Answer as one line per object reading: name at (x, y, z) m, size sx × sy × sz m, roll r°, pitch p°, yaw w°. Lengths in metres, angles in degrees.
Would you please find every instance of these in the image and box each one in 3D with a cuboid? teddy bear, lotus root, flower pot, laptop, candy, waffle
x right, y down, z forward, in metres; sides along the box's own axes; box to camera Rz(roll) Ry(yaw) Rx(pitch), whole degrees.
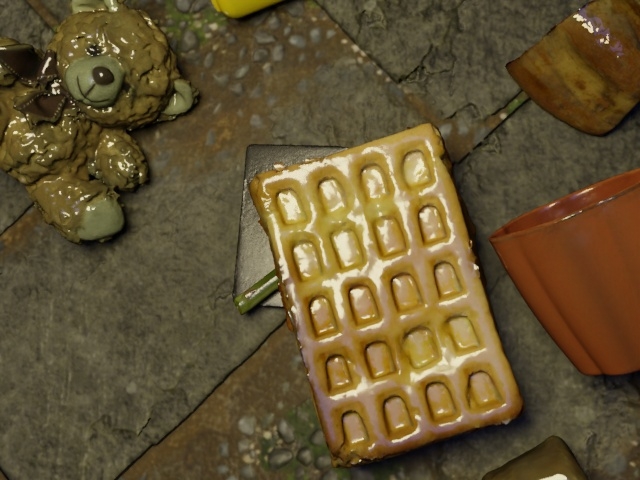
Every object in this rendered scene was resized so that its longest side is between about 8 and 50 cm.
teddy bear at (-0.276, -0.161, 0.941) m, size 0.256 × 0.156 × 0.267 m, roll -40°, pitch 118°, yaw 3°
lotus root at (0.305, -0.200, 0.882) m, size 0.159 × 0.095 × 0.135 m, roll -42°, pitch 82°, yaw 8°
flower pot at (0.287, 0.035, 0.817) m, size 0.191 × 0.190 × 0.173 m, roll -22°, pitch 91°, yaw 6°
laptop at (-0.031, -0.016, 0.952) m, size 0.135 × 0.016 × 0.197 m, roll 4°, pitch 81°, yaw 10°
candy at (0.261, 0.321, 0.813) m, size 0.104 × 0.102 × 0.234 m, roll -32°, pitch 81°, yaw 4°
waffle at (0.070, 0.056, 0.861) m, size 0.224 × 0.098 × 0.327 m, roll -17°, pitch 85°, yaw 1°

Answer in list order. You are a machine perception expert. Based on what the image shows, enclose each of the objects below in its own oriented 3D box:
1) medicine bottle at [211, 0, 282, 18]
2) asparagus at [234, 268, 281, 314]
medicine bottle at (0.006, -0.362, 0.960) m, size 0.309 × 0.076 × 0.111 m, roll -20°, pitch 81°, yaw 5°
asparagus at (0.000, 0.000, 0.923) m, size 0.248 × 0.025 × 0.024 m, roll -40°, pitch 34°, yaw 2°
